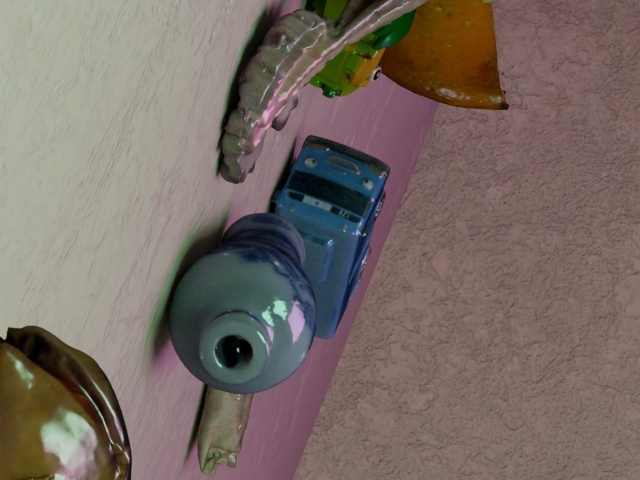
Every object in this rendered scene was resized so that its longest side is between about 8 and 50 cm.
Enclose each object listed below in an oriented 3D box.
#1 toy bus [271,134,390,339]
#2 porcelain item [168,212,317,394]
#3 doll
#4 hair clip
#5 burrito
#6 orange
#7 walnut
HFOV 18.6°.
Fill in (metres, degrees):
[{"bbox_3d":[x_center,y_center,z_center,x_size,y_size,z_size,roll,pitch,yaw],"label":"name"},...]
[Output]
[{"bbox_3d":[0.000,0.000,2.292,0.234,0.116,0.133,103,12,-53],"label":"toy bus"},{"bbox_3d":[-0.068,0.056,1.850,0.259,0.141,0.141,-80,-174,-71],"label":"porcelain item"},{"bbox_3d":[0.036,-0.232,2.008,0.134,0.106,0.186,-43,155,-41],"label":"doll"},{"bbox_3d":[0.001,-0.180,1.852,0.300,0.069,0.173,-42,161,-24],"label":"hair clip"},{"bbox_3d":[-0.089,0.134,2.177,0.082,0.059,0.275,-41,149,-64],"label":"burrito"},{"bbox_3d":[0.147,-0.287,2.170,0.310,0.274,0.274,28,77,-45],"label":"orange"},{"bbox_3d":[-0.178,0.147,1.173,0.245,0.137,0.137,101,10,-45],"label":"walnut"}]
